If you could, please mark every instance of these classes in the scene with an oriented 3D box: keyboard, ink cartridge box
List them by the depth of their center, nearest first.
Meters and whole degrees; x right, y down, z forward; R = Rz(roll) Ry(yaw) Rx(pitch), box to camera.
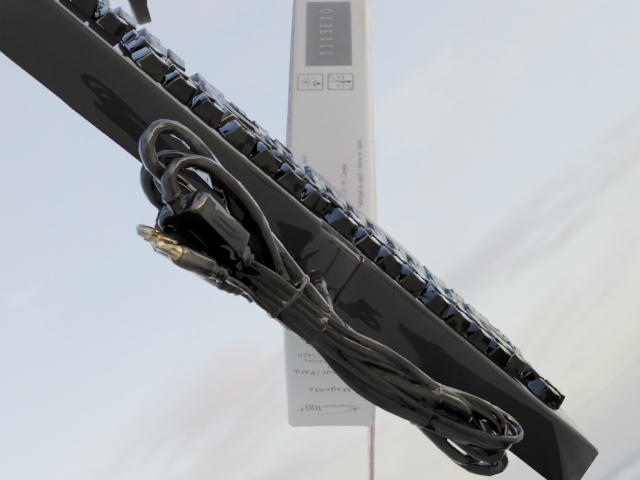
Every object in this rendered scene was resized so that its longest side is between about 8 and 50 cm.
[{"bbox_3d":[0.000,0.000,0.452,0.317,0.201,0.033,38,-77,-27],"label":"keyboard"},{"bbox_3d":[0.008,0.011,0.826,0.060,0.275,0.239,1,-43,0],"label":"ink cartridge box"}]

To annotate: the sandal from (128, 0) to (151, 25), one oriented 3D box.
[{"bbox_3d":[-0.136,-0.221,0.865,0.040,0.067,0.179,-18,-24,-2],"label":"sandal"}]
